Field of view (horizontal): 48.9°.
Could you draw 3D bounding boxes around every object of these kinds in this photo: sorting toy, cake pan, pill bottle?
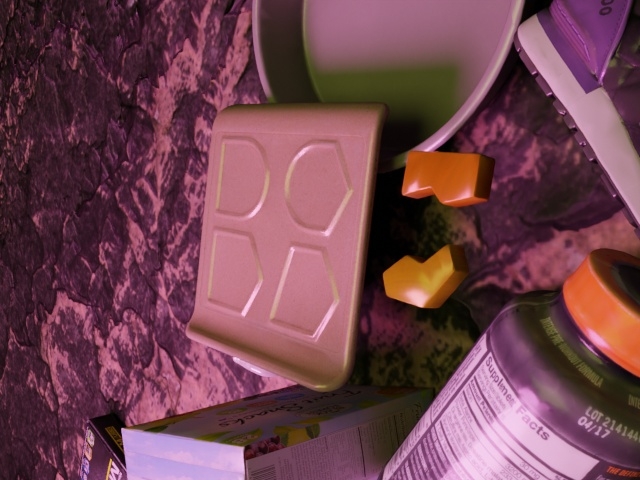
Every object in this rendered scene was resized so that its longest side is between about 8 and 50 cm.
[{"bbox_3d":[0.000,0.000,0.579,0.307,0.041,0.229,11,92,45],"label":"sorting toy"},{"bbox_3d":[0.053,-0.201,0.578,0.293,0.054,0.293,6,98,46],"label":"cake pan"},{"bbox_3d":[0.143,0.123,0.460,0.130,0.130,0.246,49,126,32],"label":"pill bottle"}]

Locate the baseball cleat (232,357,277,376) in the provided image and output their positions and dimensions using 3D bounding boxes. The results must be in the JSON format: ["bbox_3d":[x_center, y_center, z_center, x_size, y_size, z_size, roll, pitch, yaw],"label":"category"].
[{"bbox_3d":[-0.028,0.078,0.695,0.206,0.072,0.109,-10,102,49],"label":"baseball cleat"}]

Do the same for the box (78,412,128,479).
[{"bbox_3d":[-0.286,0.376,0.999,0.184,0.045,0.191,35,119,42],"label":"box"}]

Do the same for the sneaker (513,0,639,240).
[{"bbox_3d":[0.222,-0.058,0.376,0.124,0.107,0.283,-42,61,34],"label":"sneaker"}]

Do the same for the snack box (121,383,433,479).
[{"bbox_3d":[-0.030,0.171,0.590,0.174,0.207,0.070,-10,87,47],"label":"snack box"}]
